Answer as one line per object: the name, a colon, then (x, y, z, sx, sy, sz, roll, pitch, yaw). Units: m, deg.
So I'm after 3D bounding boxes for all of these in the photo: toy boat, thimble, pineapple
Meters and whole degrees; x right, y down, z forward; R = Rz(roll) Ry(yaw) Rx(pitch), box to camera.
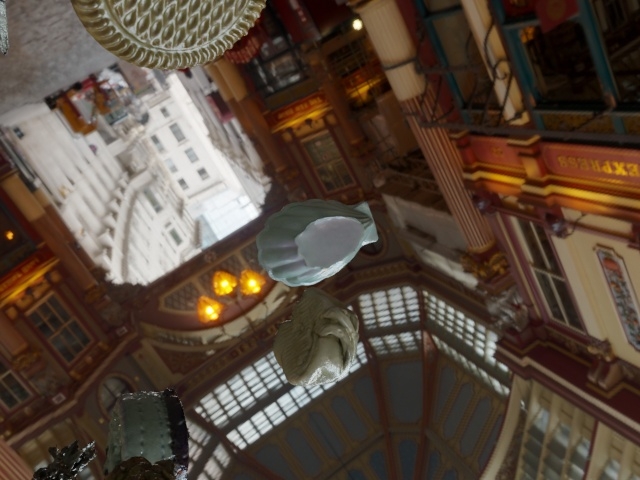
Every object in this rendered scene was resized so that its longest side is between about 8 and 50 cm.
toy boat: (0.000, 0.000, 1.332, 0.290, 0.199, 0.100, -22, -167, -15)
thimble: (-0.367, 0.437, 1.227, 0.150, 0.237, 0.237, 4, -176, -29)
pineapple: (-0.628, 0.592, 1.330, 0.175, 0.175, 0.361, -24, -169, 15)

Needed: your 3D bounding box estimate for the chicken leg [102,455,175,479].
chicken leg: (-0.271, 0.535, 0.822, 0.153, 0.428, 0.201, 1, 162, -20)

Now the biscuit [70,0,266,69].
biscuit: (-0.163, -0.314, 0.636, 0.259, 0.259, 0.079, -32, -121, -7)

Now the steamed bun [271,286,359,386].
steamed bun: (0.015, 0.300, 1.677, 0.267, 0.207, 0.280, -64, -149, 3)

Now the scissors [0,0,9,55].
scissors: (-0.681, -0.498, 1.222, 0.109, 0.022, 0.300, 1, 151, -23)
